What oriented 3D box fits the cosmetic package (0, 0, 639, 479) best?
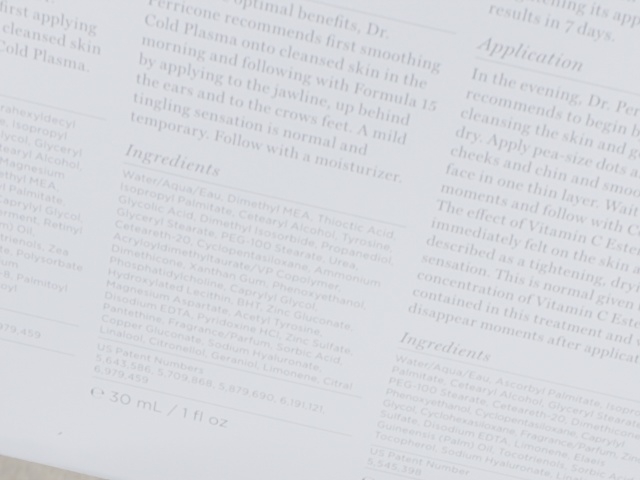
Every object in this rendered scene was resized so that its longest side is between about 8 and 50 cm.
[{"bbox_3d":[0.037,-0.057,0.357,0.377,0.097,0.285,13,119,0],"label":"cosmetic package"}]
